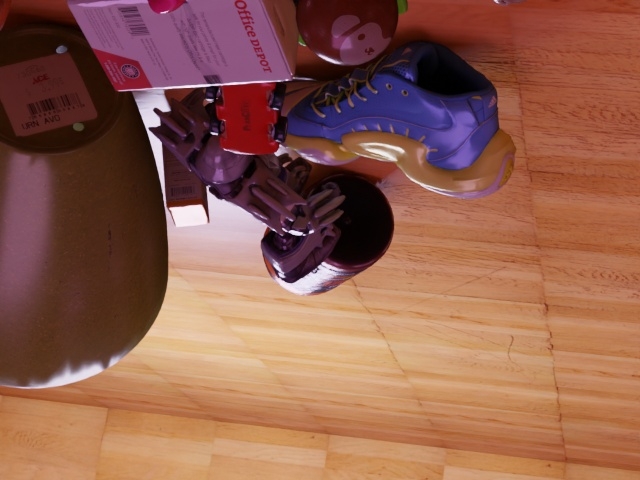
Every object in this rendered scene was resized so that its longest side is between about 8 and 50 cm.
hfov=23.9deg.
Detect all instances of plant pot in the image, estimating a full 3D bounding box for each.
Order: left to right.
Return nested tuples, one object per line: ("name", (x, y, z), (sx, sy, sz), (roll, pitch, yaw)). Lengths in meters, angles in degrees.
("plant pot", (-0.255, -0.052, 1.364), (0.275, 0.274, 0.293), (11, 147, -8))

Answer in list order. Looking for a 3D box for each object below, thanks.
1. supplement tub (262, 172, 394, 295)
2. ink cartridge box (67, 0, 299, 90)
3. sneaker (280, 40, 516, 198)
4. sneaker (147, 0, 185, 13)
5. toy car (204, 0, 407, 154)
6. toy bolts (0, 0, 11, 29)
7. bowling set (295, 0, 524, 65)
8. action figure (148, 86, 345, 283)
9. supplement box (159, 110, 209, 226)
("supplement tub", (0.000, 0.000, 1.619), (0.106, 0.106, 0.198), (13, 164, -15))
("ink cartridge box", (-0.090, -0.157, 1.039), (0.135, 0.056, 0.099), (-2, 146, 15))
("sneaker", (0.052, -0.123, 1.252), (0.240, 0.091, 0.126), (16, 134, 23))
("sneaker", (-0.213, -0.219, 0.966), (0.299, 0.112, 0.121), (6, 164, 10))
("toy car", (-0.036, -0.166, 1.114), (0.225, 0.053, 0.239), (-14, 140, 30))
("toy bolts", (-0.362, -0.163, 1.124), (0.229, 0.218, 0.158), (25, 173, 10))
("bowling set", (0.075, -0.180, 0.816), (0.154, 0.199, 0.287), (4, 167, 11))
("action figure", (-0.055, -0.057, 1.377), (0.185, 0.099, 0.285), (50, 180, 19))
("supplement box", (-0.131, -0.069, 1.451), (0.036, 0.098, 0.062), (-6, 162, 1))
